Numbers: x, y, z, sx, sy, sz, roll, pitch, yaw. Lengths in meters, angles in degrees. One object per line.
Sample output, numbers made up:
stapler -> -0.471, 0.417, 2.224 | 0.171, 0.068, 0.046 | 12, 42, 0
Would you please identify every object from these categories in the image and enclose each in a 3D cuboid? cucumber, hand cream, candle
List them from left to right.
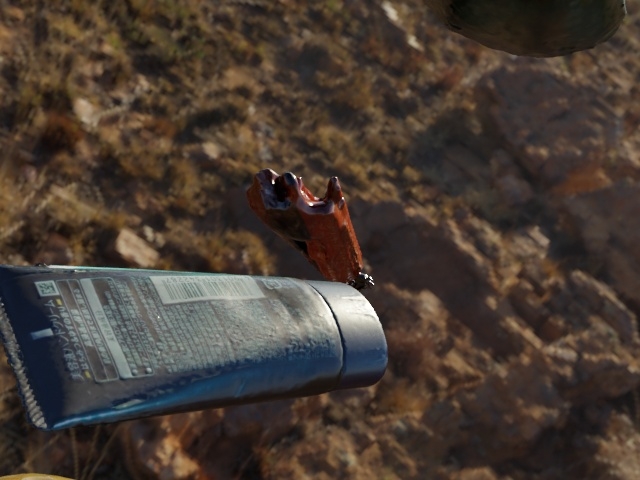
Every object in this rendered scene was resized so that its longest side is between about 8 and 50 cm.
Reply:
hand cream -> -0.076, 0.061, 0.713 | 0.270, 0.061, 0.120 | 4, 46, -42
candle -> 0.000, 0.000, 1.141 | 0.302, 0.084, 0.059 | 60, 27, -65
cucumber -> 0.062, -0.115, 0.433 | 0.115, 0.063, 0.244 | 58, 11, -3

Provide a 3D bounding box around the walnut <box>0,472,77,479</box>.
walnut -> -0.310, 0.399, 1.247 | 0.313, 0.277, 0.252 | 10, 39, -35
